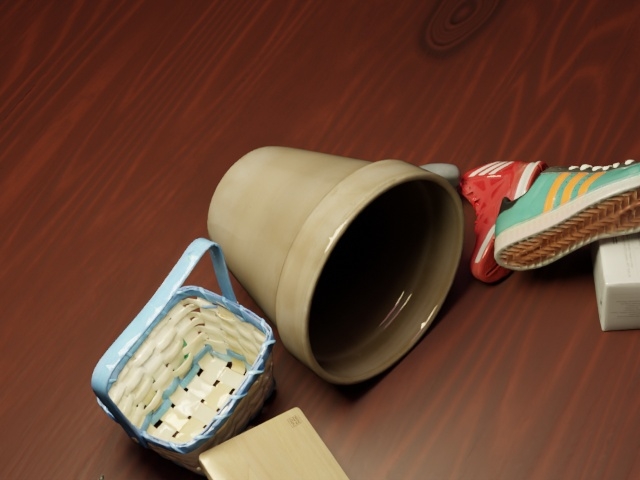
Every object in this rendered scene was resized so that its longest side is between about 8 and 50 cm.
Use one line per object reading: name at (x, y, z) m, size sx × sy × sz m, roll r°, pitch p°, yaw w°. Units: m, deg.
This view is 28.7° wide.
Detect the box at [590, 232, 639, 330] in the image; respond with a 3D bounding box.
box at (0.486, 0.022, 1.800) m, size 0.182 × 0.119 × 0.181 m, roll -4°, pitch 50°, yaw 7°

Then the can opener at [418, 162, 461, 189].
can opener at (0.082, -0.061, 1.964) m, size 0.280 × 0.093 × 0.074 m, roll -21°, pitch 51°, yaw -1°

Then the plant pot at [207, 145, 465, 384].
plant pot at (0.000, 0.000, 1.786) m, size 0.323 × 0.323 × 0.280 m, roll -41°, pitch 50°, yaw -22°

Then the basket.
basket at (-0.187, 0.169, 1.684) m, size 0.201 × 0.289 × 0.255 m, roll 25°, pitch 60°, yaw 24°

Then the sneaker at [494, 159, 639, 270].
sneaker at (0.369, -0.065, 1.748) m, size 0.302 × 0.108 × 0.121 m, roll -23°, pitch 49°, yaw 32°

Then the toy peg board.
toy peg board at (-0.059, 0.333, 1.666) m, size 0.160 × 0.079 × 0.161 m, roll -23°, pitch 62°, yaw -29°

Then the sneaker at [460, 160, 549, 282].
sneaker at (0.259, -0.032, 1.930) m, size 0.128 × 0.087 × 0.221 m, roll 10°, pitch 54°, yaw 42°

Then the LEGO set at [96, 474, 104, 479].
LEGO set at (-0.310, 0.365, 1.724) m, size 0.054 × 0.023 × 0.083 m, roll 24°, pitch 72°, yaw 29°
